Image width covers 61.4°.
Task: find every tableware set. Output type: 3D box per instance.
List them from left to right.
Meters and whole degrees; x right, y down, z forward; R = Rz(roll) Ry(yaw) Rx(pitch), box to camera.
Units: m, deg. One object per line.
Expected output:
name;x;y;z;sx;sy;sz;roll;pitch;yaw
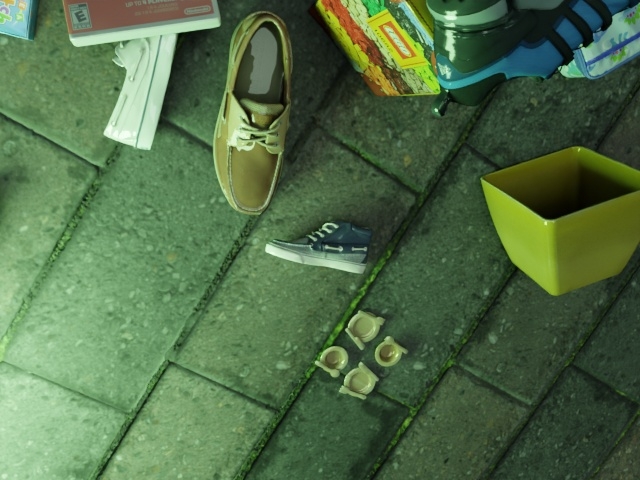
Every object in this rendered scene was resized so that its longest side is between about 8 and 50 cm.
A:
tableware set;0.081;0.225;1.051;0.141;0.020;0.168;41;93;-18

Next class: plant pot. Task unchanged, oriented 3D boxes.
plant pot;0.442;-0.028;0.975;0.212;0.212;0.187;-18;119;-7

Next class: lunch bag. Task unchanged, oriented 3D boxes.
lunch bag;0.516;-0.397;0.950;0.219;0.090;0.176;-29;111;-3

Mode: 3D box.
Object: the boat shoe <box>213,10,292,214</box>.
boat shoe;-0.106;-0.196;0.852;0.123;0.116;0.323;0;104;-12

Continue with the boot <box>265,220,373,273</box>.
boot;0.000;0.000;0.958;0.190;0.069;0.085;11;94;-23

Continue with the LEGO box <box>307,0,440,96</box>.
LEGO box;0.255;-0.433;0.735;0.500;0.372;0.193;-42;108;0

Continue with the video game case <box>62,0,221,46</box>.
video game case;-0.268;-0.423;0.755;0.204;0.025;0.284;-12;84;-9

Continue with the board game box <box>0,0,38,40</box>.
board game box;-0.511;-0.391;0.757;0.212;0.039;0.160;11;102;-14

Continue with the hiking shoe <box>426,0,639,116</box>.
hiking shoe;0.237;-0.236;0.548;0.304;0.113;0.132;-20;137;-12

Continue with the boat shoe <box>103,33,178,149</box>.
boat shoe;-0.268;-0.268;0.811;0.084;0.095;0.257;13;100;-19
